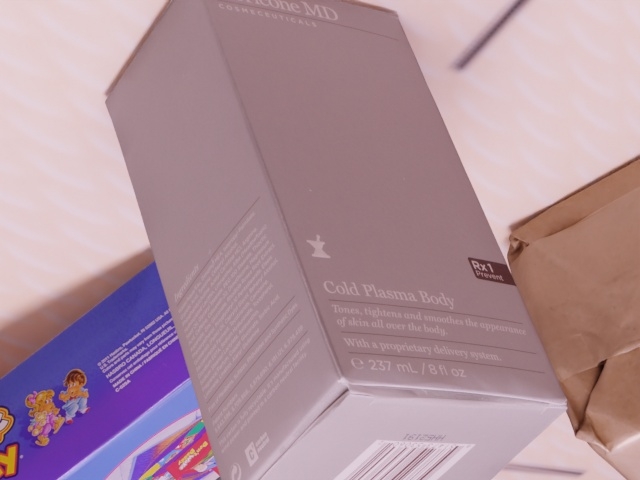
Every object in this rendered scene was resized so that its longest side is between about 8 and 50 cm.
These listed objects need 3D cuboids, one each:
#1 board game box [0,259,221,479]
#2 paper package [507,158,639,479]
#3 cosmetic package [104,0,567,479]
[{"bbox_3d":[-0.139,0.172,1.025,0.347,0.078,0.233,-38,144,-5],"label":"board game box"},{"bbox_3d":[0.323,0.050,1.092,0.309,0.168,0.325,-30,143,15],"label":"paper package"},{"bbox_3d":[0.000,0.000,0.812,0.127,0.238,0.107,6,140,-36],"label":"cosmetic package"}]
